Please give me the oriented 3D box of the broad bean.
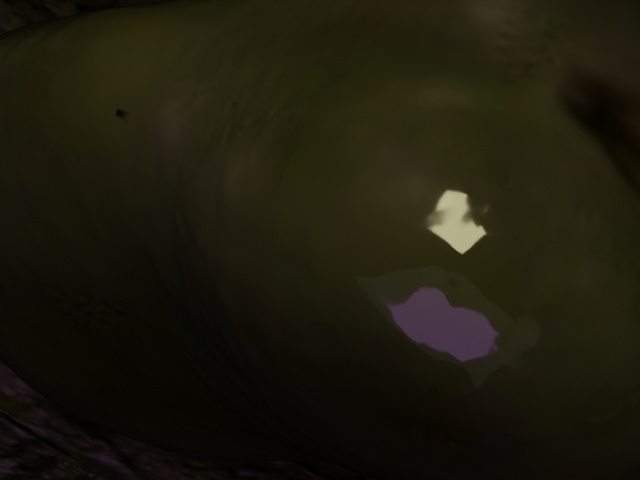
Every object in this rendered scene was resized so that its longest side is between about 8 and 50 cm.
[{"bbox_3d":[0.000,0.000,0.433,0.189,0.121,0.263,34,159,-31],"label":"broad bean"}]
